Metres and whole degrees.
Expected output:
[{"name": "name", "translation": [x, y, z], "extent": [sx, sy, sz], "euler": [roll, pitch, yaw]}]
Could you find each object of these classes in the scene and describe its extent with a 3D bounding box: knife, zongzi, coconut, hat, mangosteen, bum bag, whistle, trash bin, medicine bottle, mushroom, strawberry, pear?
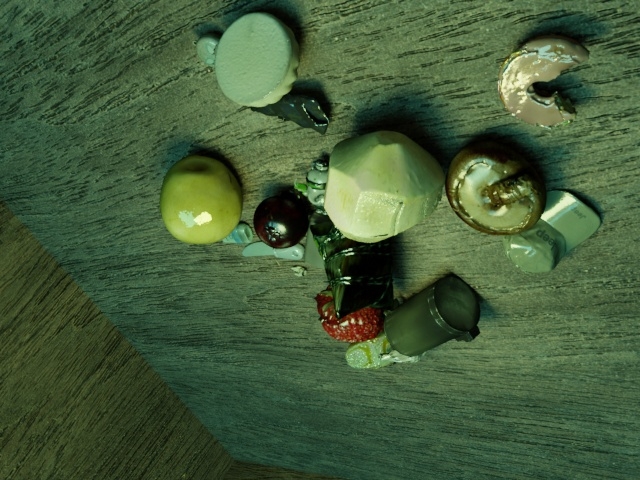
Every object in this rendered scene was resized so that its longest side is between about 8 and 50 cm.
[{"name": "knife", "translation": [-0.202, 0.037, 2.370], "extent": [0.331, 0.044, 0.080], "euler": [0, 131, 37]}, {"name": "zongzi", "translation": [0.158, 0.101, 2.028], "extent": [0.319, 0.383, 0.362], "euler": [-12, 160, 30]}, {"name": "coconut", "translation": [0.178, -0.164, 1.715], "extent": [0.352, 0.352, 0.352], "euler": [18, 138, 17]}, {"name": "hat", "translation": [0.651, -0.014, 1.710], "extent": [0.214, 0.149, 0.245], "euler": [34, 151, -3]}, {"name": "mangosteen", "translation": [-0.134, -0.069, 2.088], "extent": [0.210, 0.210, 0.210], "euler": [18, 138, 17]}, {"name": "bum bag", "translation": [-0.106, -0.412, 1.820], "extent": [0.310, 0.074, 0.137], "euler": [21, 151, 21]}, {"name": "whistle", "translation": [-0.284, -0.556, 1.805], "extent": [0.220, 0.057, 0.107], "euler": [25, 146, 1]}, {"name": "trash bin", "translation": [0.386, 0.276, 2.106], "extent": [0.252, 0.203, 0.301], "euler": [55, 140, 6]}, {"name": "medicine bottle", "translation": [-0.367, -0.030, 2.387], "extent": [0.208, 0.054, 0.090], "euler": [1, 131, 32]}, {"name": "mushroom", "translation": [0.487, -0.146, 1.656], "extent": [0.297, 0.163, 0.278], "euler": [48, 146, -18]}, {"name": "strawberry", "translation": [0.118, 0.274, 2.240], "extent": [0.261, 0.261, 0.257], "euler": [4, 134, 29]}, {"name": "pear", "translation": [-0.423, -0.143, 2.132], "extent": [0.309, 0.309, 0.309], "euler": [18, 138, 17]}]

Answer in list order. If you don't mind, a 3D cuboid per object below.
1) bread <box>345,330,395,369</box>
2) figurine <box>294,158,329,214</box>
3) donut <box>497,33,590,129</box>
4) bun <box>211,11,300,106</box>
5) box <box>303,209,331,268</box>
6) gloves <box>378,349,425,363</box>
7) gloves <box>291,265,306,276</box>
[{"name": "bread", "translation": [0.216, 0.405, 2.368], "extent": [0.156, 0.260, 0.158], "euler": [-131, 22, -61]}, {"name": "figurine", "translation": [0.004, -0.177, 1.960], "extent": [0.147, 0.126, 0.192], "euler": [25, 131, 37]}, {"name": "donut", "translation": [0.529, -0.385, 1.439], "extent": [0.199, 0.085, 0.233], "euler": [13, 137, 20]}, {"name": "bun", "translation": [-0.155, -0.499, 1.705], "extent": [0.263, 0.175, 0.263], "euler": [0, 90, 30]}, {"name": "box", "translation": [0.000, 0.000, 2.186], "extent": [0.103, 0.055, 0.244], "euler": [22, 140, 10]}, {"name": "gloves", "translation": [0.319, 0.408, 2.253], "extent": [0.111, 0.212, 0.127], "euler": [38, 141, 33]}, {"name": "gloves", "translation": [-0.082, 0.124, 2.375], "extent": [0.081, 0.037, 0.044], "euler": [25, 105, 32]}]
